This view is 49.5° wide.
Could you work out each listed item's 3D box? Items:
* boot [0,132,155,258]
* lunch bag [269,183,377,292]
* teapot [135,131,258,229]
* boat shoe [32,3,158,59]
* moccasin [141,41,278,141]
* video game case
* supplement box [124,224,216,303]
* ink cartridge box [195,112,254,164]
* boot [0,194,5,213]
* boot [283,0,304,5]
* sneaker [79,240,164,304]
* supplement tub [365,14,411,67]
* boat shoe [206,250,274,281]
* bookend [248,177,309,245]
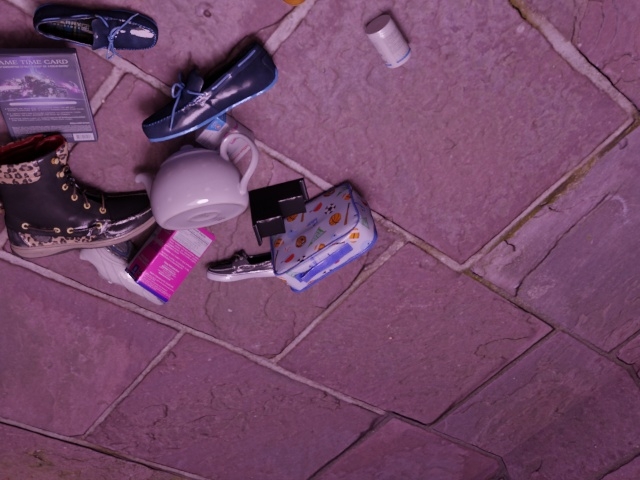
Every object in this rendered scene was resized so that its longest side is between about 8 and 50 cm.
[{"bbox_3d":[-0.599,-0.121,1.691,0.378,0.138,0.284,-13,131,-11],"label":"boot"},{"bbox_3d":[0.000,0.000,1.856,0.303,0.243,0.115,-34,127,16],"label":"lunch bag"},{"bbox_3d":[-0.298,-0.145,1.680,0.256,0.187,0.252,-9,169,-23],"label":"teapot"},{"bbox_3d":[-0.484,-0.442,1.500,0.258,0.089,0.109,0,129,-10],"label":"boat shoe"},{"bbox_3d":[-0.270,-0.352,1.608,0.342,0.137,0.116,-30,125,-4],"label":"moccasin"},{"bbox_3d":[-0.627,-0.320,1.568,0.196,0.026,0.274,-3,145,-8],"label":"video game case"},{"bbox_3d":[-0.397,0.035,1.838,0.114,0.111,0.220,42,81,-33],"label":"supplement box"},{"bbox_3d":[-0.236,-0.257,1.723,0.122,0.052,0.088,32,118,-32],"label":"ink cartridge box"},{"bbox_3d":[-0.836,-0.173,1.655,0.249,0.090,0.206,9,126,-18],"label":"boot"},{"bbox_3d":[-0.076,-0.577,1.386,0.104,0.211,0.295,-15,130,3],"label":"boot"},{"bbox_3d":[-0.536,0.081,1.930,0.129,0.111,0.297,-24,125,26],"label":"sneaker"},{"bbox_3d":[0.159,-0.463,1.617,0.071,0.071,0.107,-30,128,14],"label":"supplement tub"},{"bbox_3d":[-0.213,0.066,1.984,0.229,0.080,0.076,-3,112,-5],"label":"boat shoe"},{"bbox_3d":[-0.103,-0.077,1.830,0.157,0.156,0.072,-14,130,0],"label":"bookend"}]
